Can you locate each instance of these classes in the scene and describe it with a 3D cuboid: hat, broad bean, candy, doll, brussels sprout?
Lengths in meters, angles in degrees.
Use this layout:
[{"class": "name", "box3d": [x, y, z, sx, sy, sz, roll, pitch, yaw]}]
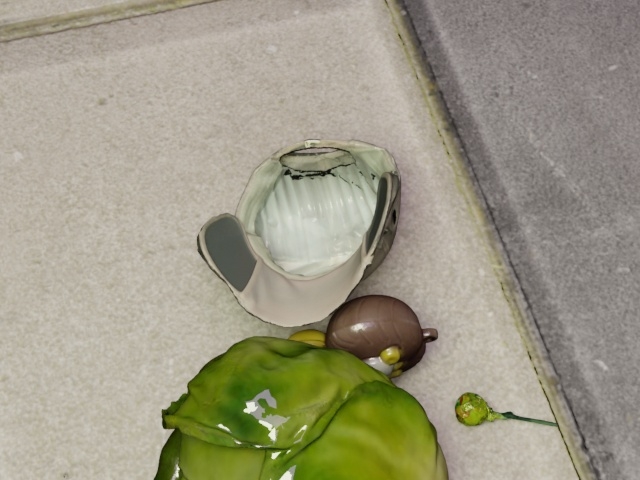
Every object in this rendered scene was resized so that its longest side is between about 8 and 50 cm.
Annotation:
[{"class": "hat", "box3d": [-0.002, 0.002, 1.270, 0.232, 0.161, 0.275, -18, 30, 14]}, {"class": "broad bean", "box3d": [-0.139, 0.218, 1.237, 0.053, 0.052, 0.256, 43, 56, -28]}, {"class": "candy", "box3d": [0.211, 0.197, 1.280, 0.123, 0.035, 0.035, 10, 44, -7]}, {"class": "doll", "box3d": [0.034, 0.124, 1.256, 0.188, 0.145, 0.096, -25, 57, 24]}, {"class": "brussels sprout", "box3d": [-0.026, 0.230, 1.128, 0.294, 0.227, 0.259, 10, 84, -28]}]
